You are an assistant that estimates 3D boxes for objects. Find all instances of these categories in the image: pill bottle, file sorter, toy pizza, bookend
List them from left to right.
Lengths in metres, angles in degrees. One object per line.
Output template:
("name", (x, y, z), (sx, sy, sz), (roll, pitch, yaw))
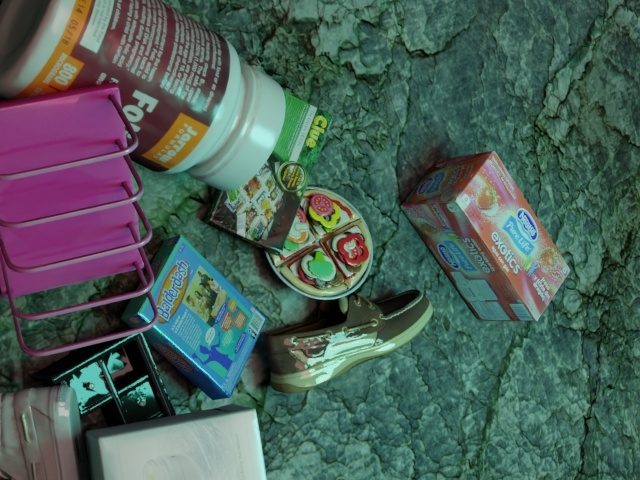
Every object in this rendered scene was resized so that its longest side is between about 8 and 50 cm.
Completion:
("file sorter", (-0.327, -0.021, 1.491), (0.202, 0.182, 0.291), (-13, 126, -16))
("bookend", (-0.311, 0.229, 1.669), (0.157, 0.072, 0.156), (-28, 105, -36))
("pill bottle", (-0.257, -0.230, 1.641), (0.392, 0.224, 0.224), (26, 72, -34))
("toy pizza", (0.000, 0.000, 1.911), (0.201, 0.032, 0.201), (9, 66, -22))

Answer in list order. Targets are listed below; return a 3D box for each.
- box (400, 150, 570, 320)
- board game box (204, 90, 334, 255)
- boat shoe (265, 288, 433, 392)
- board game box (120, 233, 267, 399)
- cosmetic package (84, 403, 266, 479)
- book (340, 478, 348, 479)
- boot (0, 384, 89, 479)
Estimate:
("box", (0.306, -0.002, 2.124), (0.300, 0.154, 0.142), (53, 58, -22))
("board game box", (-0.081, -0.118, 1.873), (0.136, 0.030, 0.260), (25, 71, -12))
("boat shoe", (0.048, 0.137, 1.934), (0.342, 0.123, 0.123), (-23, 103, -31))
("board game box", (-0.190, 0.119, 1.767), (0.210, 0.047, 0.160), (47, 48, -27))
("cosmetic package", (-0.195, 0.359, 1.596), (0.224, 0.138, 0.224), (-8, 88, -18))
("book", (0.039, 0.494, 1.962), (0.096, 0.035, 0.144), (40, 65, -25))
("boot", (-0.394, 0.316, 1.600), (0.123, 0.095, 0.258), (-2, 112, -1))
